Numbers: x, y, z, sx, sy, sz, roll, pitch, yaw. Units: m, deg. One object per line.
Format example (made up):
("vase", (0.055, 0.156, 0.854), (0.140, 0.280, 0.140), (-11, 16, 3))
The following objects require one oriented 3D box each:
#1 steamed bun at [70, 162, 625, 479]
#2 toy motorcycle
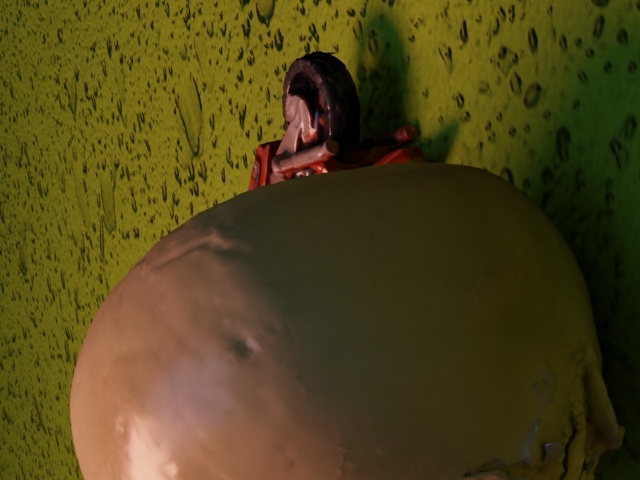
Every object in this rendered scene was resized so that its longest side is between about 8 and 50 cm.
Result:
("steamed bun", (0.011, 0.120, 0.936), (0.333, 0.312, 0.233), (103, 151, -52))
("toy motorcycle", (-0.002, -0.001, 1.179), (0.171, 0.089, 0.298), (59, 146, 38))
